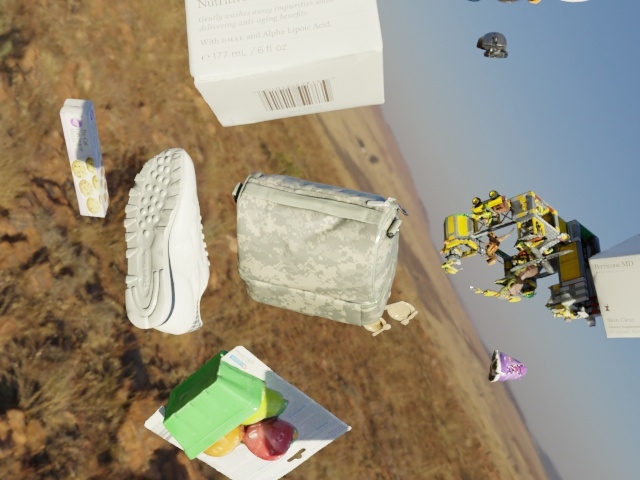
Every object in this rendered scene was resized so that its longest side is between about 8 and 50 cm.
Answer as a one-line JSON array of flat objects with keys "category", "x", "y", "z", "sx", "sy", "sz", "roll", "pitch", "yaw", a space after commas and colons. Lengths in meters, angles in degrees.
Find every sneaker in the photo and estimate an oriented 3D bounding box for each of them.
[{"category": "sneaker", "x": 0.405, "y": 0.271, "z": 1.527, "sx": 0.170, "sy": 0.071, "sz": 0.068, "roll": 8, "pitch": 92, "yaw": -66}, {"category": "sneaker", "x": -0.185, "y": 0.000, "z": 0.898, "sx": 0.095, "sy": 0.090, "sz": 0.234, "roll": 18, "pitch": 72, "yaw": -51}]

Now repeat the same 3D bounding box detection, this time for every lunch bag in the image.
[{"category": "lunch bag", "x": 0.000, "y": 0.000, "z": 1.316, "sx": 0.256, "sy": 0.305, "sz": 0.212, "roll": 79, "pitch": 28, "yaw": -59}]

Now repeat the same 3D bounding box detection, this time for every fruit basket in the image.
[{"category": "fruit basket", "x": -0.165, "y": 0.415, "z": 1.629, "sx": 0.353, "sy": 0.327, "sz": 0.165, "roll": 37, "pitch": 25, "yaw": -28}]

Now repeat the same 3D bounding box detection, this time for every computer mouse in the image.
[{"category": "computer mouse", "x": 0.405, "y": -0.459, "z": 1.660, "sx": 0.242, "sy": 0.071, "sz": 0.041, "roll": -66, "pitch": 166, "yaw": -66}]

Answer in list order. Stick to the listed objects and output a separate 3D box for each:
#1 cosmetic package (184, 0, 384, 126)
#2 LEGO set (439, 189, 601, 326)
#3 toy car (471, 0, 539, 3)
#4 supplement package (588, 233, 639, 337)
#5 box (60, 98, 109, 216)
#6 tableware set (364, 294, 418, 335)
[{"category": "cosmetic package", "x": -0.049, "y": -0.351, "z": 0.854, "sx": 0.156, "sy": 0.217, "sz": 0.384, "roll": 63, "pitch": 18, "yaw": -77}, {"category": "LEGO set", "x": 0.386, "y": 0.064, "z": 1.330, "sx": 0.331, "sy": 0.255, "sz": 0.192, "roll": 35, "pitch": 49, "yaw": -44}, {"category": "toy car", "x": 0.323, "y": -0.521, "z": 1.323, "sx": 0.210, "sy": 0.219, "sz": 0.238, "roll": -3, "pitch": 48, "yaw": -31}, {"category": "supplement package", "x": 0.623, "y": 0.061, "z": 1.172, "sx": 0.204, "sy": 0.262, "sz": 0.145, "roll": -17, "pitch": 93, "yaw": -40}, {"category": "box", "x": -0.575, "y": -0.195, "z": 1.746, "sx": 0.063, "sy": 0.067, "sz": 0.323, "roll": -89, "pitch": -175, "yaw": -45}, {"category": "tableware set", "x": 0.126, "y": 0.152, "z": 1.616, "sx": 0.169, "sy": 0.141, "sz": 0.020, "roll": 41, "pitch": 39, "yaw": -22}]
